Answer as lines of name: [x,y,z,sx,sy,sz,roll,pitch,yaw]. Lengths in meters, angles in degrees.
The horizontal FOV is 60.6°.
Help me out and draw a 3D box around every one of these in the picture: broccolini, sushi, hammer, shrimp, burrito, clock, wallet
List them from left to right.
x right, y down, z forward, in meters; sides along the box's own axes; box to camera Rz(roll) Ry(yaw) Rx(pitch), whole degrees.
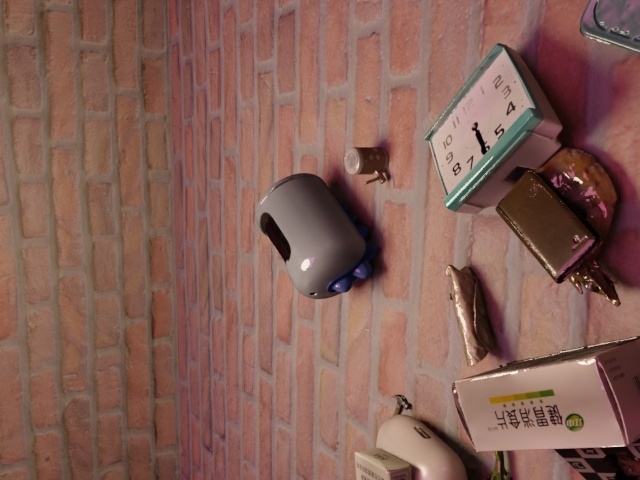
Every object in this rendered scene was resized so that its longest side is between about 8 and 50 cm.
hammer: [0.196,0.492,1.490,0.062,0.017,0.182,44,130,43]
burrito: [0.328,0.158,1.204,0.060,0.086,0.226,-28,68,44]
broccolini: [0.367,0.510,1.227,0.123,0.062,0.272,-9,80,50]
clock: [0.340,-0.211,1.093,0.262,0.116,0.231,-53,33,43]
wallet: [0.404,-0.030,0.985,0.110,0.031,0.198,-54,41,30]
shrimp: [0.466,-0.033,0.981,0.168,0.077,0.318,-53,47,44]
sushi: [0.535,0.377,0.901,0.215,0.051,0.192,43,141,-13]

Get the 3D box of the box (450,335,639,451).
box: [0.423,0.285,0.997,0.332,0.173,0.145,-33,67,52]

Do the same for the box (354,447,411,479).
box: [0.147,0.626,1.250,0.168,0.071,0.260,165,104,-66]

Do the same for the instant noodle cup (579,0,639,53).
instant noodle cup: [0.520,-0.391,0.862,0.157,0.070,0.179,45,129,41]

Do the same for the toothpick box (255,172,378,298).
toothpick box: [0.000,0.000,1.534,0.355,0.262,0.263,57,137,32]

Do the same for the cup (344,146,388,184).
cup: [0.119,-0.194,1.436,0.074,0.099,0.102,-5,90,56]

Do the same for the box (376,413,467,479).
box: [0.231,0.624,1.324,0.288,0.141,0.350,-155,65,-63]
